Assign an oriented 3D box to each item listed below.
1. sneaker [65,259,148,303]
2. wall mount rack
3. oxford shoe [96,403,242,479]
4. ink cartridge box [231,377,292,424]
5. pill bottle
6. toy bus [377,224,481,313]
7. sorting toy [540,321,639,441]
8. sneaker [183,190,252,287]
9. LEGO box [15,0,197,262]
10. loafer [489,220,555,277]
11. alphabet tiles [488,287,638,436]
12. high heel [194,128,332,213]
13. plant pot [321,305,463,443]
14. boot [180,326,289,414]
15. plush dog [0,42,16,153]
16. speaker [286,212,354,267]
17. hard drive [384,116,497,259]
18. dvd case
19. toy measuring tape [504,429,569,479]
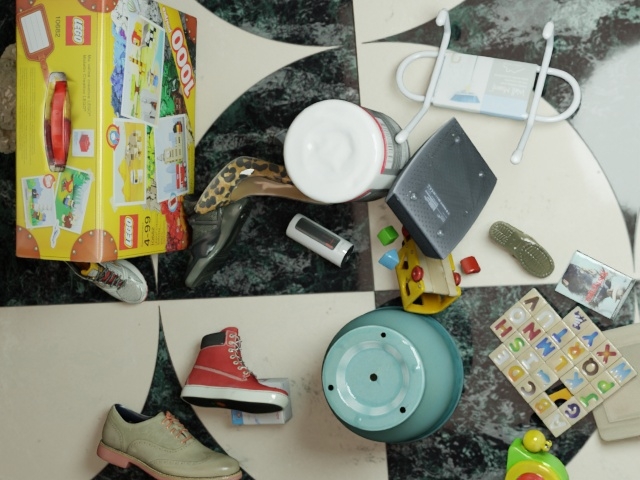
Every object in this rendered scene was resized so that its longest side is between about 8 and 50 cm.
[{"bbox_3d":[-0.482,0.071,1.869,0.225,0.093,0.088,35,103,-12],"label":"sneaker"},{"bbox_3d":[0.285,-0.266,1.545,0.350,0.130,0.304,12,72,18],"label":"wall mount rack"},{"bbox_3d":[-0.328,0.442,1.849,0.348,0.123,0.130,9,91,17],"label":"oxford shoe"},{"bbox_3d":[-0.126,0.340,1.806,0.122,0.052,0.089,-5,92,20],"label":"ink cartridge box"},{"bbox_3d":[0.066,-0.157,1.566,0.176,0.318,0.176,1,93,19],"label":"pill bottle"},{"bbox_3d":[0.192,0.043,1.646,0.191,0.202,0.104,44,136,4],"label":"toy bus"},{"bbox_3d":[0.573,0.253,1.557,0.347,0.047,0.196,-19,83,28],"label":"sorting toy"},{"bbox_3d":[-0.250,-0.017,1.810,0.130,0.087,0.228,31,100,16],"label":"sneaker"},{"bbox_3d":[-0.415,-0.224,1.700,0.193,0.372,0.500,3,95,18],"label":"LEGO box"},{"bbox_3d":[0.383,0.011,1.613,0.148,0.050,0.056,42,109,-4],"label":"loafer"},{"bbox_3d":[0.437,0.216,1.600,0.198,0.009,0.237,-47,69,22],"label":"alphabet tiles"},{"bbox_3d":[-0.108,-0.088,1.713,0.261,0.093,0.186,-37,75,-11],"label":"high heel"},{"bbox_3d":[0.121,0.252,1.583,0.271,0.255,0.272,-2,83,13],"label":"plant pot"},{"bbox_3d":[-0.160,0.261,1.764,0.244,0.088,0.176,3,59,28],"label":"boot"},{"bbox_3d":[-0.621,-0.294,1.879,0.225,0.210,0.263,16,99,-6],"label":"plush dog"},{"bbox_3d":[0.000,0.000,1.739,0.136,0.055,0.055,31,103,15],"label":"speaker"},{"bbox_3d":[0.219,-0.095,1.552,0.054,0.255,0.172,-21,112,48],"label":"hard drive"},{"bbox_3d":[0.512,0.083,1.590,0.119,0.013,0.087,29,102,14],"label":"dvd case"},{"bbox_3d":[0.404,0.514,1.610,0.121,0.121,0.330,7,104,18],"label":"toy measuring tape"}]
